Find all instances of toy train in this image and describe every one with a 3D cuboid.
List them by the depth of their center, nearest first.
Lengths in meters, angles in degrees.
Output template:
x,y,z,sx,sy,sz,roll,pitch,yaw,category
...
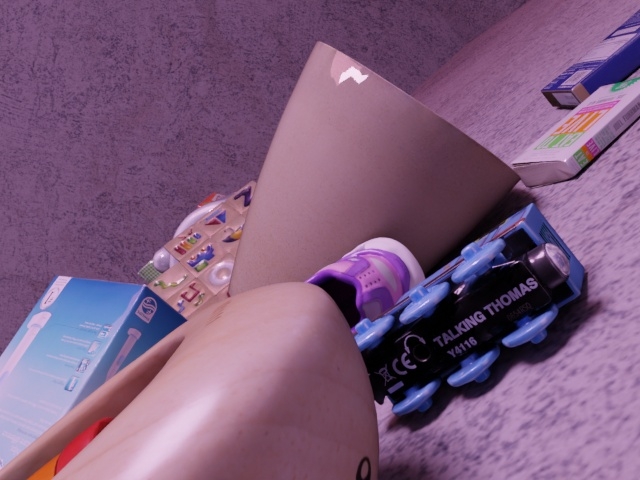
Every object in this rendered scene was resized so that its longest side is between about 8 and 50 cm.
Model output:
x,y,z,sx,sy,sz,roll,pitch,yaw,category
0.098,0.053,0.561,0.184,0.080,0.105,-39,-2,28,toy train

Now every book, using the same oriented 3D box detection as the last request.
x,y,z,sx,sy,sz,roll,pitch,yaw,category
0.277,-0.113,0.815,0.144,0.035,0.096,-41,11,-13,book

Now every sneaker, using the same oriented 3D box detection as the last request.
x,y,z,sx,sy,sz,roll,pitch,yaw,category
-0.016,0.087,0.725,0.236,0.095,0.104,-42,-11,24,sneaker

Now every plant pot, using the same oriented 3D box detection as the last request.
x,y,z,sx,sy,sz,roll,pitch,yaw,category
0.026,-0.026,0.850,0.274,0.256,0.256,-55,6,8,plant pot

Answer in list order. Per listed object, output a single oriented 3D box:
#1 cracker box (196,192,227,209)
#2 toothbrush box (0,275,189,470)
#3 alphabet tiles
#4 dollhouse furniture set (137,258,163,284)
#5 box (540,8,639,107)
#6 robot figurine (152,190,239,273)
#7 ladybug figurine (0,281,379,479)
x,y,z,sx,sy,sz,roll,pitch,yaw,category
-0.126,-0.030,1.604,0.155,0.232,0.067,-71,-7,-77,cracker box
-0.298,0.198,0.930,0.216,0.126,0.295,1,53,44,toothbrush box
-0.073,0.024,1.074,0.285,0.011,0.342,-39,40,-16,alphabet tiles
-0.240,0.102,1.464,0.301,0.197,0.151,-47,7,-39,dollhouse furniture set
0.394,-0.251,1.002,0.225,0.036,0.136,-41,8,7,box
-0.133,0.020,1.352,0.300,0.199,0.353,2,9,8,robot figurine
-0.138,0.208,0.474,0.449,0.162,0.305,-39,8,10,ladybug figurine
